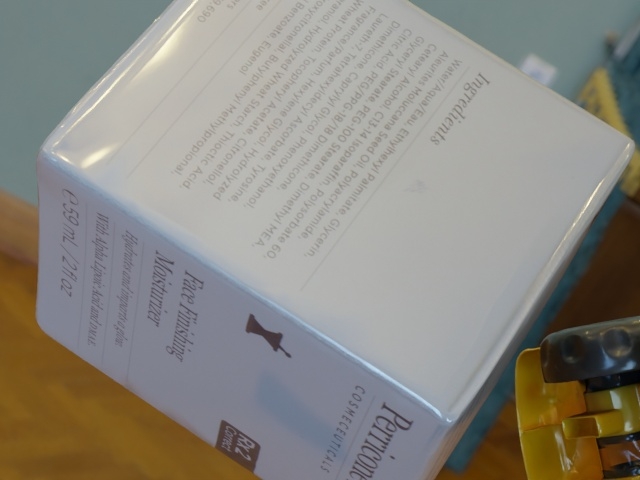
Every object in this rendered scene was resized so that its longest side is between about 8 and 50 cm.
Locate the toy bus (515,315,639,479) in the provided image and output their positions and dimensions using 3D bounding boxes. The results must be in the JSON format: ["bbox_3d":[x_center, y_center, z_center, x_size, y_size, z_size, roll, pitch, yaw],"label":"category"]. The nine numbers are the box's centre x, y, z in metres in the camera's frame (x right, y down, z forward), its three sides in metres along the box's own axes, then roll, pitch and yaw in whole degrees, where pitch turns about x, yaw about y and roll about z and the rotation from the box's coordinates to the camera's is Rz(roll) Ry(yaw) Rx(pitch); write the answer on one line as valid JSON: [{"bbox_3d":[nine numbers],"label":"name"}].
[{"bbox_3d":[0.252,0.105,0.901,0.211,0.149,0.220,-8,-5,-32],"label":"toy bus"}]

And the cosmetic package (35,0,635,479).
[{"bbox_3d":[0.000,0.000,0.659,0.183,0.151,0.151,33,61,10],"label":"cosmetic package"}]
